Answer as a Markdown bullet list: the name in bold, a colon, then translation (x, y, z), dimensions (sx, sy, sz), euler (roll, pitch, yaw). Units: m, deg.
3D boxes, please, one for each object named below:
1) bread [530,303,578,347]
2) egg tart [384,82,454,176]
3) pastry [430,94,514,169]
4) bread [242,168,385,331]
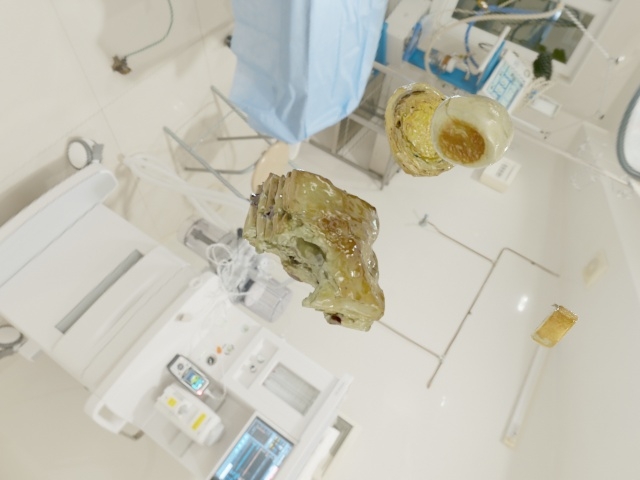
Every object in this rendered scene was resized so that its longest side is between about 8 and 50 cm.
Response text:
- **bread**: translation (0.643, 0.240, 1.312), dimensions (0.122, 0.073, 0.149), euler (-44, 157, -11)
- **egg tart**: translation (0.303, -0.322, 1.401), dimensions (0.290, 0.291, 0.107), euler (-55, -164, -14)
- **pastry**: translation (0.283, -0.208, 0.889), dimensions (0.092, 0.156, 0.156), euler (-56, 165, -26)
- **bread**: translation (0.000, 0.000, 1.061), dimensions (0.191, 0.314, 0.370), euler (-51, -149, 35)
